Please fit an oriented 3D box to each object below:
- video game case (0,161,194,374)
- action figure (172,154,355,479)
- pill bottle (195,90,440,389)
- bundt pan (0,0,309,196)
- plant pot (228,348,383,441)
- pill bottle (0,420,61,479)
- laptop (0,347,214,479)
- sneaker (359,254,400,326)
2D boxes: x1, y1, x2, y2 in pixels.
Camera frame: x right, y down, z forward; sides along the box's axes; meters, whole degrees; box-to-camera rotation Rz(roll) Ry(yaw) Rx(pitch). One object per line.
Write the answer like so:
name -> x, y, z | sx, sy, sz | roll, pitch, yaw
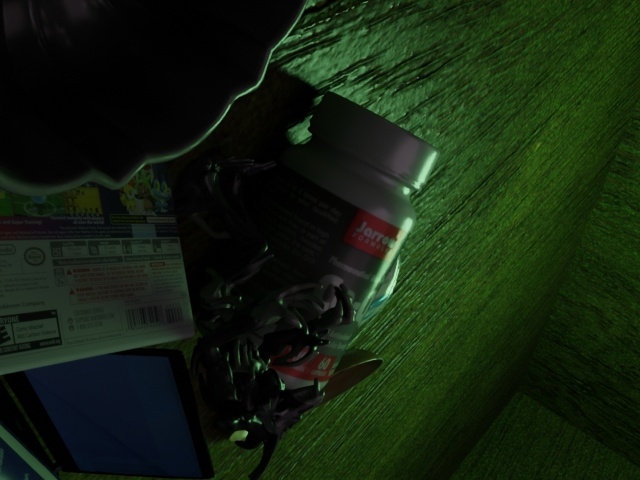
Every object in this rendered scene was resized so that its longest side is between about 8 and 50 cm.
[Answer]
video game case -> -0.170, -0.011, 0.525 | 0.201, 0.023, 0.183 | -2, 80, -60
action figure -> -0.047, 0.064, 0.657 | 0.164, 0.141, 0.276 | 13, 63, -81
pill bottle -> 0.000, 0.000, 0.809 | 0.283, 0.161, 0.161 | -61, 155, 7
bundt pan -> -0.130, -0.196, 0.398 | 0.331, 0.124, 0.331 | -43, 152, -30
plant pot -> -0.024, 0.207, 1.049 | 0.236, 0.032, 0.236 | -25, 163, -8
pill bottle -> -0.261, 0.144, 0.441 | 0.153, 0.153, 0.265 | -45, 131, -26
laptop -> -0.239, 0.205, 0.635 | 0.264, 0.136, 0.234 | -42, 150, -30
sneaker -> 0.031, 0.075, 1.033 | 0.229, 0.087, 0.092 | -52, 162, -12
